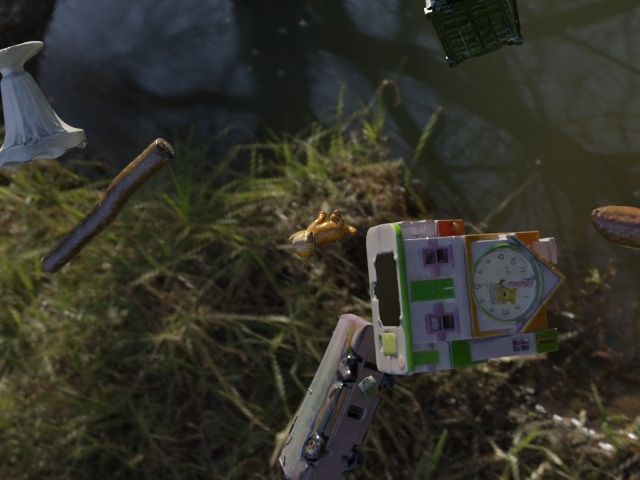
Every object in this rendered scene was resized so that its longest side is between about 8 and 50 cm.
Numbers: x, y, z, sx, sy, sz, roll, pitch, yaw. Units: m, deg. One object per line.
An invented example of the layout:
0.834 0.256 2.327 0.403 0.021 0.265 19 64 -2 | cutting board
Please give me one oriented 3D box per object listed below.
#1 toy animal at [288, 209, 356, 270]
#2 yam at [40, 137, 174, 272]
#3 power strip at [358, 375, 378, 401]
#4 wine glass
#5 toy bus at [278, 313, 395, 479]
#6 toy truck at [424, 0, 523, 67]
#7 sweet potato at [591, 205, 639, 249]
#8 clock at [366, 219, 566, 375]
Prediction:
0.000 0.000 1.450 0.081 0.060 0.083 21 44 18 | toy animal
-0.360 -0.052 1.744 0.327 0.045 0.045 -41 43 25 | yam
0.079 0.241 1.693 0.027 0.083 0.017 -33 66 -6 | power strip
-0.505 -0.227 1.791 0.165 0.165 0.196 -17 94 34 | wine glass
0.032 0.289 1.840 0.138 0.112 0.316 24 88 60 | toy bus
0.144 -0.318 1.080 0.088 0.121 0.259 -15 50 20 | toy truck
0.424 0.000 1.229 0.214 0.050 0.050 15 76 13 | sweet potato
0.247 0.080 1.665 0.166 0.310 0.235 167 99 -72 | clock
